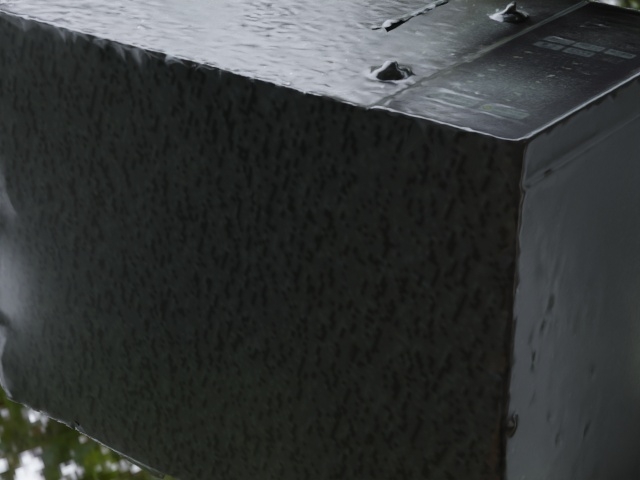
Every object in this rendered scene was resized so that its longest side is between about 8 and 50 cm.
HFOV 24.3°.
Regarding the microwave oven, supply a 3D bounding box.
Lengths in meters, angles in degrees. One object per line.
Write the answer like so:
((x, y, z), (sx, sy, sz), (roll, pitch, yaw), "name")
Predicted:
((0.000, 0.000, 0.978), (0.236, 0.432, 0.374), (-31, -52, -44), "microwave oven")
